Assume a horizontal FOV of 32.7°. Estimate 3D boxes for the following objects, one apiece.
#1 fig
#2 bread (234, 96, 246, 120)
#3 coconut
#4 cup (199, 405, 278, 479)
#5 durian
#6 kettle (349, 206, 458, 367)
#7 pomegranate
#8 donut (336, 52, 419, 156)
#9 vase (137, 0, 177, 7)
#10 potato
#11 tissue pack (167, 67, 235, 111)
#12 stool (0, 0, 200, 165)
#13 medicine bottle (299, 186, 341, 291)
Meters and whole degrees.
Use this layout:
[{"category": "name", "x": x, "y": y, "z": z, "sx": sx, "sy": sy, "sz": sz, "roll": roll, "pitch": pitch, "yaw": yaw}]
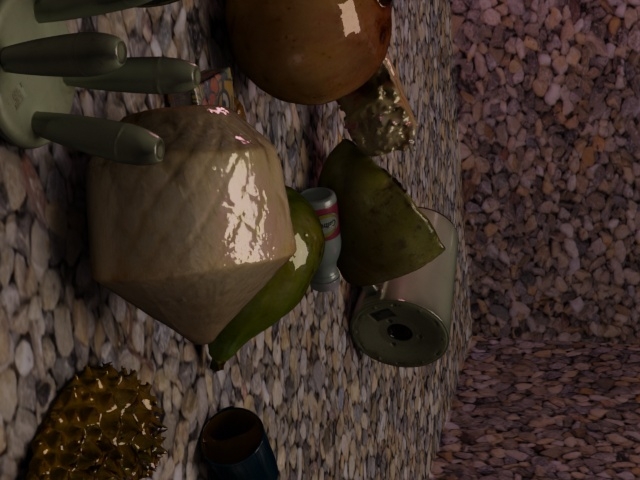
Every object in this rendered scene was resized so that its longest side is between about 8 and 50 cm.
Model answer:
[{"category": "fig", "x": -0.101, "y": 0.061, "z": 1.804, "sx": 0.233, "sy": 0.233, "sz": 0.314, "roll": -18, "pitch": 103, "yaw": -71}, {"category": "bread", "x": -0.156, "y": -0.202, "z": 1.935, "sx": 0.110, "sy": 0.024, "sz": 0.110, "roll": 3, "pitch": 90, "yaw": -73}, {"category": "coconut", "x": -0.179, "y": -0.017, "z": 1.477, "sx": 0.329, "sy": 0.328, "sz": 0.329, "roll": 2, "pitch": 90, "yaw": -72}, {"category": "cup", "x": -0.134, "y": 0.365, "z": 1.913, "sx": 0.138, "sy": 0.113, "sz": 0.150, "roll": 74, "pitch": 26, "yaw": -47}, {"category": "durian", "x": -0.286, "y": 0.281, "z": 1.434, "sx": 0.341, "sy": 0.112, "sz": 0.191, "roll": -52, "pitch": 142, "yaw": -58}, {"category": "kettle", "x": 0.198, "y": 0.074, "z": 2.803, "sx": 0.361, "sy": 0.250, "sz": 0.377, "roll": 46, "pitch": 39, "yaw": -27}, {"category": "pomegranate", "x": -0.003, "y": -0.409, "z": 1.913, "sx": 0.338, "sy": 0.338, "sz": 0.338, "roll": 2, "pitch": 90, "yaw": -72}, {"category": "donut", "x": 0.059, "y": -0.355, "z": 2.268, "sx": 0.371, "sy": 0.150, "sz": 0.307, "roll": 44, "pitch": 26, "yaw": -51}, {"category": "vase", "x": -0.243, "y": -0.481, "z": 1.343, "sx": 0.329, "sy": 0.240, "sz": 0.302, "roll": 48, "pitch": 35, "yaw": -51}, {"category": "potato", "x": 0.077, "y": -0.056, "z": 2.421, "sx": 0.280, "sy": 0.212, "sz": 0.330, "roll": 51, "pitch": -6, "yaw": -31}, {"category": "tissue pack", "x": -0.192, "y": -0.212, "z": 1.764, "sx": 0.148, "sy": 0.060, "sz": 0.109, "roll": -47, "pitch": 135, "yaw": -62}, {"category": "stool", "x": -0.275, "y": -0.207, "z": 1.287, "sx": 0.195, "sy": 0.198, "sz": 0.195, "roll": 72, "pitch": 27, "yaw": -43}, {"category": "medicine bottle", "x": 0.000, "y": 0.000, "z": 2.332, "sx": 0.090, "sy": 0.090, "sz": 0.217, "roll": -58, "pitch": 145, "yaw": -58}]
